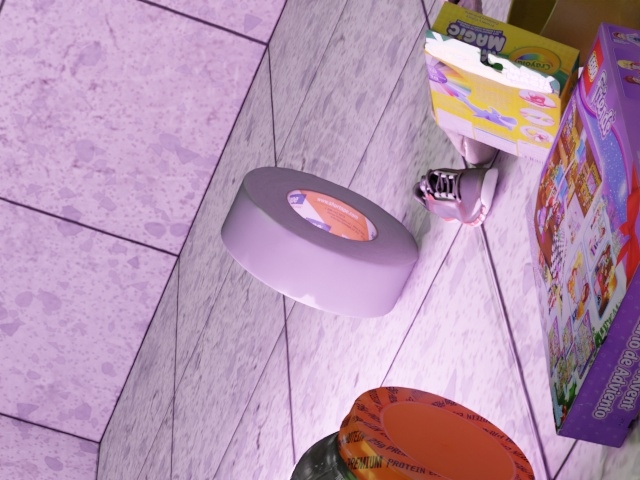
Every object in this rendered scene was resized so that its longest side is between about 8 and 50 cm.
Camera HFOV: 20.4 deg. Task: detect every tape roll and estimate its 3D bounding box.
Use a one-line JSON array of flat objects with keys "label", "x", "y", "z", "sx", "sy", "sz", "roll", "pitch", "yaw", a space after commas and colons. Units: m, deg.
[{"label": "tape roll", "x": 0.000, "y": 0.000, "z": 2.019, "sx": 0.219, "sy": 0.219, "sz": 0.072, "roll": -101, "pitch": 33, "yaw": -64}]

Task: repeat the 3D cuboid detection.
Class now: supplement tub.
[{"label": "supplement tub", "x": 0.037, "y": 0.304, "z": 1.483, "sx": 0.207, "sy": 0.207, "sz": 0.338, "roll": -99, "pitch": 30, "yaw": -63}]

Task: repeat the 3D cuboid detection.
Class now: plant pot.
[{"label": "plant pot", "x": 0.237, "y": -0.209, "z": 1.603, "sx": 0.134, "sy": 0.095, "sz": 0.134, "roll": -161, "pitch": 90, "yaw": -76}]

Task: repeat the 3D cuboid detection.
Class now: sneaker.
[{"label": "sneaker", "x": 0.136, "y": -0.049, "z": 1.864, "sx": 0.158, "sy": 0.064, "sz": 0.061, "roll": 154, "pitch": 133, "yaw": -72}]

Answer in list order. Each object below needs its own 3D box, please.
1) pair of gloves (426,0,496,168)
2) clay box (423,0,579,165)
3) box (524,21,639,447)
[{"label": "pair of gloves", "x": 0.151, "y": -0.200, "z": 1.838, "sx": 0.204, "sy": 0.042, "sz": 0.240, "roll": 45, "pitch": -137, "yaw": -65}, {"label": "clay box", "x": 0.161, "y": -0.139, "z": 1.567, "sx": 0.222, "sy": 0.127, "sz": 0.053, "roll": 71, "pitch": -137, "yaw": -72}, {"label": "box", "x": 0.230, "y": -0.010, "z": 1.403, "sx": 0.293, "sy": 0.057, "sz": 0.201, "roll": -89, "pitch": 14, "yaw": -52}]
